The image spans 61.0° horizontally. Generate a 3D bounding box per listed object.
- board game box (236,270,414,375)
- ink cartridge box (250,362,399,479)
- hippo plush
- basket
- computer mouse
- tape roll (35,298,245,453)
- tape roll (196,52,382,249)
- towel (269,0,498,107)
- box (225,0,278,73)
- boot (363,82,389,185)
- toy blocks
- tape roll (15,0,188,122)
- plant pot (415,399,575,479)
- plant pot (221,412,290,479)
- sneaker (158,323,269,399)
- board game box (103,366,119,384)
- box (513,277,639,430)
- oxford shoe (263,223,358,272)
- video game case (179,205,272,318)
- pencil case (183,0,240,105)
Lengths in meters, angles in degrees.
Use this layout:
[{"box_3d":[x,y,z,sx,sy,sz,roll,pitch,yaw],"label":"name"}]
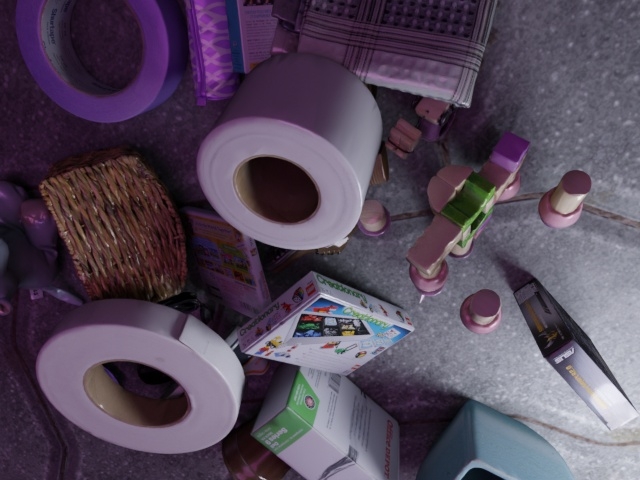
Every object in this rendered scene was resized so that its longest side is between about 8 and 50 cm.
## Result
[{"box_3d":[0.020,0.169,1.025,0.193,0.053,0.305,-39,140,22],"label":"board game box"},{"box_3d":[0.022,0.391,1.128,0.289,0.211,0.121,43,113,-9],"label":"ink cartridge box"},{"box_3d":[-0.663,0.049,1.083,0.234,0.236,0.294,8,116,10],"label":"hippo plush"},{"box_3d":[-0.392,-0.034,1.083,0.213,0.223,0.299,-22,111,-15],"label":"basket"},{"box_3d":[-0.326,0.205,1.191,0.184,0.060,0.262,-14,133,-15],"label":"computer mouse"},{"box_3d":[-0.341,0.273,1.048,0.391,0.072,0.392,3,126,5],"label":"tape roll"},{"box_3d":[-0.040,-0.127,0.811,0.246,0.169,0.246,11,138,10],"label":"tape roll"},{"box_3d":[0.102,-0.382,0.804,0.324,0.056,0.312,14,92,5],"label":"towel"},{"box_3d":[-0.099,-0.398,0.866,0.100,0.060,0.244,-15,115,-25],"label":"box"},{"box_3d":[-0.008,-0.214,0.943,0.220,0.109,0.284,-4,120,16],"label":"boot"},{"box_3d":[0.236,-0.037,0.925,0.309,0.260,0.289,37,86,19],"label":"toy blocks"},{"box_3d":[-0.376,-0.350,0.945,0.274,0.090,0.275,3,113,8],"label":"tape roll"},{"box_3d":[0.334,0.473,1.086,0.247,0.252,0.247,26,115,-1],"label":"plant pot"},{"box_3d":[-0.103,0.447,1.212,0.167,0.167,0.165,42,106,-9],"label":"plant pot"},{"box_3d":[-0.246,0.327,1.197,0.127,0.126,0.321,44,114,-8],"label":"sneaker"},{"box_3d":[-0.550,0.355,1.316,0.133,0.033,0.169,29,110,3],"label":"board game box"},{"box_3d":[0.438,0.189,0.956,0.056,0.231,0.183,-40,102,19],"label":"box"},{"box_3d":[0.000,0.000,0.988,0.227,0.083,0.096,-34,114,-13],"label":"oxford shoe"},{"box_3d":[-0.181,0.042,1.044,0.227,0.026,0.207,13,123,49],"label":"video game case"},{"box_3d":[-0.186,-0.340,0.915,0.086,0.088,0.206,5,116,24],"label":"pencil case"}]
